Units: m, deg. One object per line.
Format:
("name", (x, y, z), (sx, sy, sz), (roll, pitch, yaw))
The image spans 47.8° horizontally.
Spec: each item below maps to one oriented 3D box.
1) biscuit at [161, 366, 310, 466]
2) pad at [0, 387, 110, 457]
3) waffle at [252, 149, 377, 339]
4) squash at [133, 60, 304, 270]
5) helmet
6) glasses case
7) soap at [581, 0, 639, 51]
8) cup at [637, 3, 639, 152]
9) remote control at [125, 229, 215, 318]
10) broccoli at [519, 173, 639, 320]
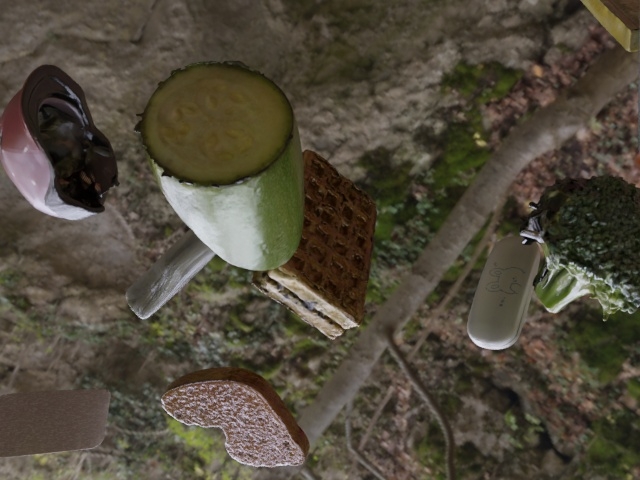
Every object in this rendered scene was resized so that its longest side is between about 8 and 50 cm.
("biscuit", (-0.177, 0.372, 1.509), (0.277, 0.262, 0.052), (57, -147, -22))
("pad", (-0.643, 0.435, 1.727), (0.266, 0.176, 0.002), (3, -160, -31))
("waffle", (0.001, -0.001, 1.344), (0.213, 0.091, 0.308), (37, -137, -27))
("squash", (-0.114, -0.073, 0.904), (0.189, 0.189, 0.260), (37, 158, 15))
("helmet", (-0.446, -0.144, 1.188), (0.253, 0.154, 0.198), (54, -150, -42))
("glasses case", (0.329, 0.089, 1.288), (0.092, 0.233, 0.059), (4, 142, 35))
("soap", (0.478, -0.359, 1.115), (0.092, 0.037, 0.252), (-6, -144, 4))
("cup", (0.507, -0.250, 0.899), (0.205, 0.205, 0.312), (48, 161, 52))
("remote control", (-0.275, 0.052, 1.339), (0.073, 0.229, 0.044), (51, -169, 15))
("broccoli", (0.416, 0.014, 1.157), (0.247, 0.243, 0.263), (16, -131, -6))
